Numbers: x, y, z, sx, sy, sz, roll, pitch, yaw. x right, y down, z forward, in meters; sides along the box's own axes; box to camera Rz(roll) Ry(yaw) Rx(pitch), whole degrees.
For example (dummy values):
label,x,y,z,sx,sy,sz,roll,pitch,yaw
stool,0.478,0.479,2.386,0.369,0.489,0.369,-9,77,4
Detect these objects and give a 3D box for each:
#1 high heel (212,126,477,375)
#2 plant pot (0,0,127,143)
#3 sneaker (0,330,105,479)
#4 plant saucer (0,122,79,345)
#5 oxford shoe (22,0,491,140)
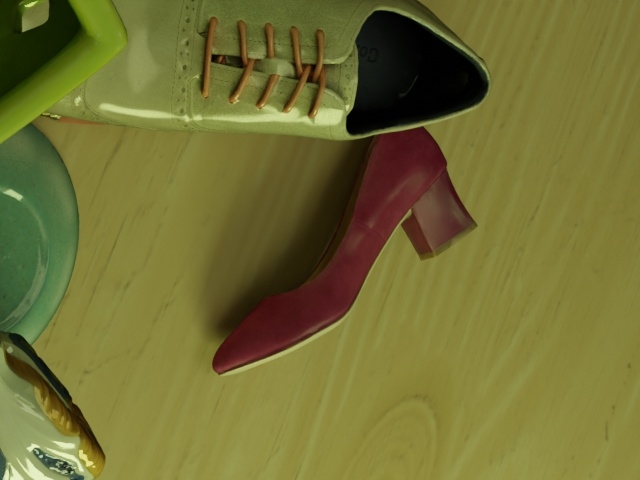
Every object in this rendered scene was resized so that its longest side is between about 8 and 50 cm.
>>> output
label,x,y,z,sx,sy,sz,roll,pitch,yaw
high heel,0.000,0.000,1.224,0.244,0.082,0.117,-33,93,-15
plant pot,-0.262,-0.150,0.772,0.227,0.207,0.228,-36,134,-4
sneaker,-0.244,0.071,0.934,0.131,0.112,0.296,-34,123,-5
plant saucer,-0.223,0.010,1.023,0.195,0.037,0.195,-16,114,-40
oxford shoe,-0.051,-0.132,1.058,0.397,0.146,0.140,-6,111,-41
